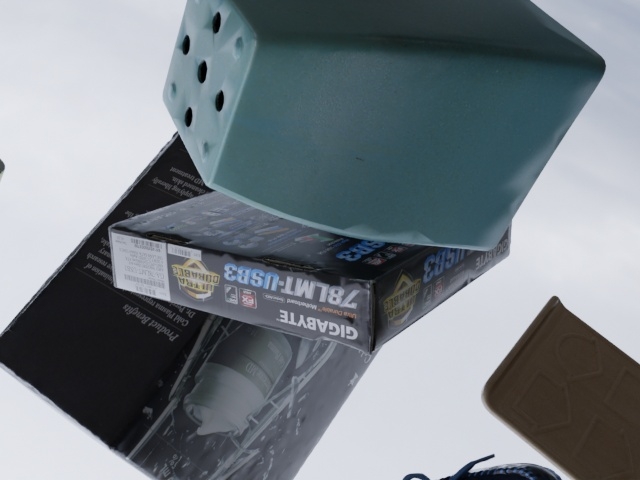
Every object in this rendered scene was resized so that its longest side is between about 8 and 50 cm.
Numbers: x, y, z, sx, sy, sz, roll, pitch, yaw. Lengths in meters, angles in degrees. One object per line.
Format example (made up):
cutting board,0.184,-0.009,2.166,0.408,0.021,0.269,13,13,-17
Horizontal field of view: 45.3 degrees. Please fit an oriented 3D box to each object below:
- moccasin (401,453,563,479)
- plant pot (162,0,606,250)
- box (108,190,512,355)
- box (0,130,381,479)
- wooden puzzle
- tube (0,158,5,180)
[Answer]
moccasin,0.091,0.321,0.782,0.117,0.342,0.137,27,-143,-35
plant pot,0.025,-0.105,0.526,0.234,0.165,0.165,0,-139,-32
box,0.000,0.000,0.761,0.293,0.073,0.295,12,-158,32
box,-0.160,0.152,1.229,0.297,0.480,0.471,25,-112,33
wooden puzzle,0.479,0.307,1.383,0.348,0.080,0.322,42,-130,11
tube,-0.543,-0.027,1.156,0.070,0.240,0.062,39,-154,6
